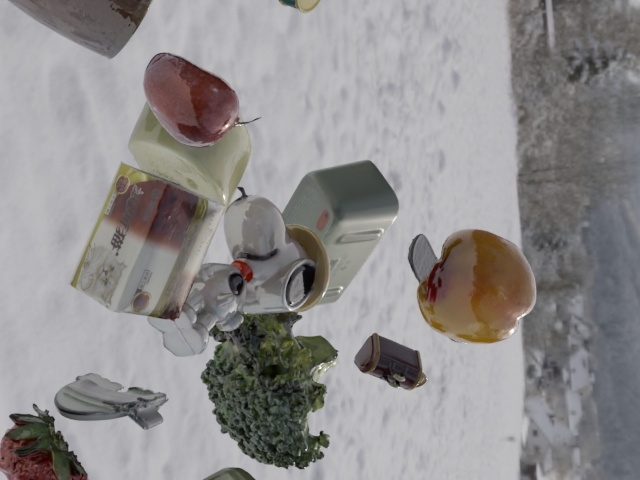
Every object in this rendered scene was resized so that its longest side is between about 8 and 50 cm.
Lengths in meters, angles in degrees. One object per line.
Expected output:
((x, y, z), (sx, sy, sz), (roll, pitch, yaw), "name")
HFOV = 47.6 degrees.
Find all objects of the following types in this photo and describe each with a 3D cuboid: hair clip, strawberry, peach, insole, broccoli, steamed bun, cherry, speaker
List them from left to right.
((-0.441, 0.364, 1.128), (0.098, 0.228, 0.174), (-24, 68, -35), "strawberry")
((-0.338, 0.249, 1.156), (0.140, 0.220, 0.054), (-17, 110, -59), "hair clip")
((-0.147, -0.154, 0.836), (0.087, 0.126, 0.106), (-61, 170, -17), "cherry")
((-0.214, -0.166, 1.298), (0.200, 0.154, 0.250), (-67, 152, -25), "steamed bun")
((-0.112, 0.285, 1.434), (0.272, 0.323, 0.334), (-63, 167, -46), "broccoli")
((0.000, 0.000, 1.726), (0.184, 0.406, 0.183), (-10, 57, -37), "speaker")
((0.236, 0.099, 1.381), (0.309, 0.012, 0.110), (56, 51, -37), "insole")
((0.187, 0.059, 0.865), (0.138, 0.138, 0.138), (-5, 90, -69), "peach")

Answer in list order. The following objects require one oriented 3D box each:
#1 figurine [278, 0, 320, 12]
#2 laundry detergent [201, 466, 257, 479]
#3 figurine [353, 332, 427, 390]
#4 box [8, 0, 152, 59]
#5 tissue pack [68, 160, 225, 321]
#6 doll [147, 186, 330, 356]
((-0.096, -0.431, 1.003), (0.161, 0.275, 0.158), (-18, 133, -61), "figurine")
((-0.139, 0.507, 1.156), (0.253, 0.181, 0.091), (61, 4, 27), "laundry detergent")
((0.155, 0.263, 1.476), (0.082, 0.154, 0.098), (-58, -160, 17), "figurine")
((-0.386, -0.475, 1.189), (0.216, 0.301, 0.301), (20, 62, -32), "box")
((-0.192, 0.004, 0.817), (0.106, 0.099, 0.149), (20, 94, -59), "tissue pack")
((-0.106, 0.069, 1.015), (0.208, 0.144, 0.271), (50, 48, -29), "doll")
